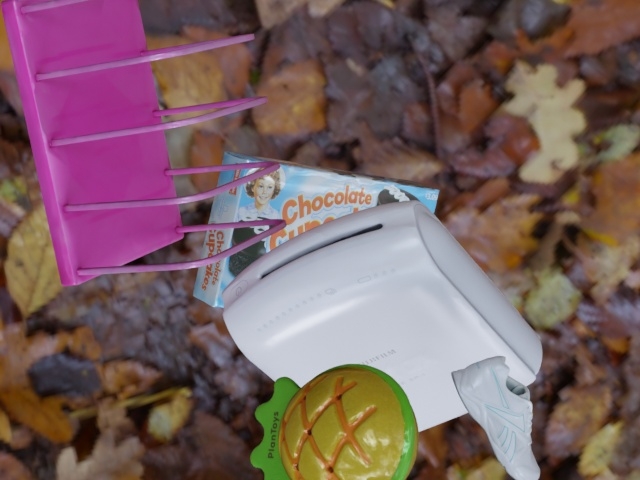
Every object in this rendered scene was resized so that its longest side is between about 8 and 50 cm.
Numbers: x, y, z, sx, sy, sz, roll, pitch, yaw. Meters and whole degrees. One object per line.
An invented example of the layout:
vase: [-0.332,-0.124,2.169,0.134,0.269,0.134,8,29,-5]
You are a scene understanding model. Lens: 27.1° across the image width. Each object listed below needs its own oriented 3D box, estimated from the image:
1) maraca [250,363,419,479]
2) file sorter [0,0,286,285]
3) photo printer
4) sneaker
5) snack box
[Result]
maraca: [0.008,0.169,1.133,0.099,0.186,0.127,22,70,-43]
file sorter: [-0.164,-0.123,1.363,0.182,0.202,0.290,-4,102,29]
photo printer: [0.063,0.090,1.421,0.256,0.107,0.307,-24,136,20]
sneaker: [0.188,0.179,1.309,0.061,0.054,0.152,-29,114,6]
snack box: [0.000,0.000,1.703,0.322,0.060,0.187,6,100,-39]
